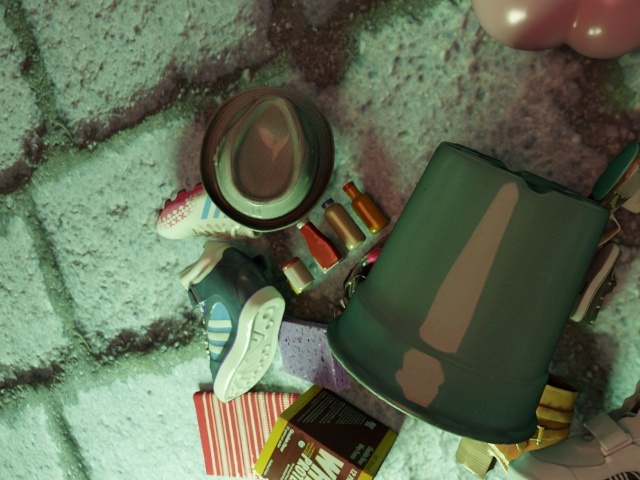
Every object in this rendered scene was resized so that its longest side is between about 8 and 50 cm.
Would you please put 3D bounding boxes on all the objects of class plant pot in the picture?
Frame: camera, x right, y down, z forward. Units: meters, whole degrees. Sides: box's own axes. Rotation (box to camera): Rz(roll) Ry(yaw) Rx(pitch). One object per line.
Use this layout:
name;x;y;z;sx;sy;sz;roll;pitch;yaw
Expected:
plant pot;0.225;0.053;0.951;0.341;0.341;0.334;26;105;20

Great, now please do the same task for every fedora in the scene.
fedora;-0.092;-0.157;1.133;0.244;0.124;0.275;17;83;-3

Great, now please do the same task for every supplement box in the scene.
supplement box;0.015;0.396;1.217;0.194;0.191;0.129;29;105;15

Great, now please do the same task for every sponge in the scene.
sponge;-0.020;0.213;1.244;0.210;0.031;0.117;-1;100;60

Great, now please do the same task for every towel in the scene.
towel;-0.153;0.423;1.414;0.275;0.031;0.198;-6;96;26

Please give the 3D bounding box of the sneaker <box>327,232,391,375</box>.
sneaker;0.071;0.123;1.189;0.121;0.112;0.299;29;113;19

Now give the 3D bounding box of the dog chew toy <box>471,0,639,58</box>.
dog chew toy;0.383;-0.345;0.890;0.332;0.206;0.206;19;109;13

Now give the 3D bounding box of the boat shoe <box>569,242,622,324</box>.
boat shoe;0.442;0.070;1.029;0.040;0.049;0.142;21;112;2

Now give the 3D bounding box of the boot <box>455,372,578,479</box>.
boot;0.388;0.340;1.090;0.283;0.109;0.220;29;109;27

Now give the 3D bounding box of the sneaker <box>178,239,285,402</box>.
sneaker;-0.202;0.151;1.335;0.236;0.130;0.322;42;131;28

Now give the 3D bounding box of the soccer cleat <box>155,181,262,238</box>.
soccer cleat;-0.193;-0.050;1.276;0.331;0.116;0.143;-26;73;27

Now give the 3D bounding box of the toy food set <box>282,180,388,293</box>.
toy food set;0.000;0.000;1.196;0.232;0.111;0.104;-39;84;26

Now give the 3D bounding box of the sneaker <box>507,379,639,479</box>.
sneaker;0.425;0.232;0.871;0.366;0.137;0.210;-8;86;7

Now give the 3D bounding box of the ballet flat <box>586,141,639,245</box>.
ballet flat;0.436;-0.049;0.995;0.079;0.077;0.221;33;120;-3
